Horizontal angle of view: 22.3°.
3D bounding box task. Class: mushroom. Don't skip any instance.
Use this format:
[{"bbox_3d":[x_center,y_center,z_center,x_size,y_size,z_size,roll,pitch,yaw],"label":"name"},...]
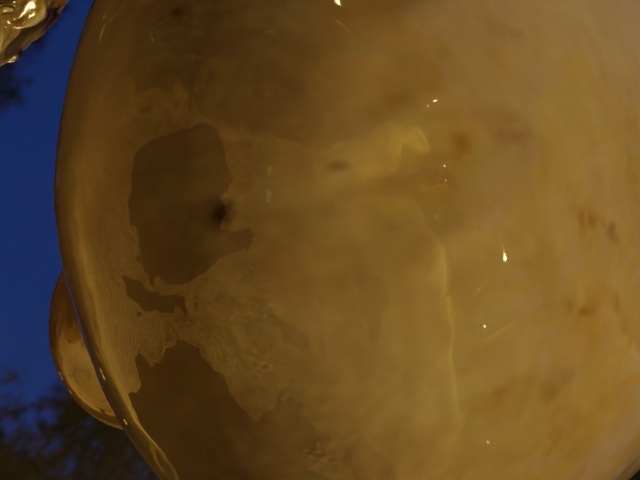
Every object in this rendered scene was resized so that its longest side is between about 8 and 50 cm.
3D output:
[{"bbox_3d":[0.014,-0.011,0.449,0.209,0.206,0.206,24,-50,62],"label":"mushroom"}]

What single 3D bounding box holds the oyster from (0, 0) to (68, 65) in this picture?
[{"bbox_3d":[-0.167,-0.108,0.793,0.128,0.345,0.078,18,-34,47],"label":"oyster"}]
